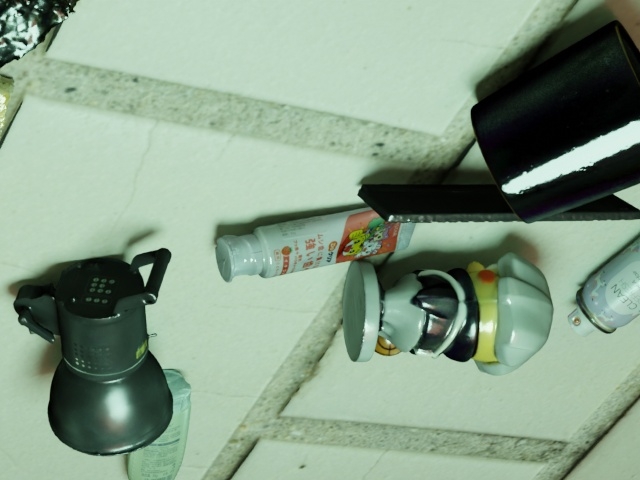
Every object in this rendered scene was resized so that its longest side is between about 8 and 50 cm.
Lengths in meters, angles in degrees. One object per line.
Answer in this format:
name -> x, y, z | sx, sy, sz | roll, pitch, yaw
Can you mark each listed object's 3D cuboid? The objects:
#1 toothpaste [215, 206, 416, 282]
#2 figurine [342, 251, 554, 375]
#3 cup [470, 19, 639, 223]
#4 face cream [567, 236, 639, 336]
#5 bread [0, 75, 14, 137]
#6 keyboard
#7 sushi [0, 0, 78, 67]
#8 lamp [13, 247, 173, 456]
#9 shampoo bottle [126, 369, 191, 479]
toothpaste -> 0.000, 0.000, 1.873 | 0.234, 0.057, 0.089 | -12, 144, -22
figurine -> 0.149, 0.090, 1.957 | 0.236, 0.133, 0.176 | 1, 162, -10
cup -> 0.283, -0.096, 1.769 | 0.177, 0.166, 0.239 | -27, 138, 17
face cream -> 0.393, 0.038, 2.027 | 0.075, 0.075, 0.229 | 23, 126, -37
bread -> -0.338, -0.126, 1.619 | 0.070, 0.035, 0.083 | 9, 128, -28
keyboard -> 0.198, -0.042, 1.857 | 0.310, 0.101, 0.018 | -1, 112, -21
sushi -> -0.318, -0.207, 1.465 | 0.212, 0.147, 0.115 | -41, 131, 2
lamp -> -0.248, 0.109, 1.859 | 0.172, 0.147, 0.227 | 6, 131, 8
shampoo bottle -> -0.200, 0.242, 2.078 | 0.072, 0.049, 0.212 | -1, 138, -15
